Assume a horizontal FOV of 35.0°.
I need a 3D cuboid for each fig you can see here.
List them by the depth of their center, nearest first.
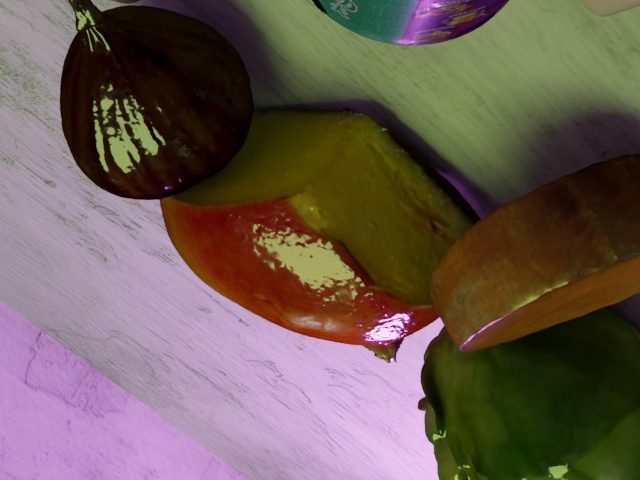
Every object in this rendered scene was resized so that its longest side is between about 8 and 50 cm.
[{"bbox_3d":[-0.209,-0.190,1.066,0.217,0.217,0.321,13,155,30],"label":"fig"}]

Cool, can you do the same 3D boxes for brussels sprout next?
[{"bbox_3d":[0.305,0.220,1.263,0.276,0.371,0.315,2,132,-40],"label":"brussels sprout"}]

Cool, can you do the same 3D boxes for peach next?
[{"bbox_3d":[0.000,0.000,1.221,0.380,0.242,0.306,8,143,37],"label":"peach"}]

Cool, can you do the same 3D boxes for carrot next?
[{"bbox_3d":[0.245,0.028,1.044,0.258,0.100,0.307,-5,157,-29],"label":"carrot"}]

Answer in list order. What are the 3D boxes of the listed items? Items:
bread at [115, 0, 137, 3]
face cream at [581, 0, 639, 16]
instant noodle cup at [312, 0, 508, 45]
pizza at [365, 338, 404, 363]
[{"bbox_3d":[-0.263,-0.361,1.019,0.316,0.054,0.316,23,155,12],"label":"bread"},{"bbox_3d":[0.264,-0.223,0.736,0.084,0.057,0.198,40,152,-22],"label":"face cream"},{"bbox_3d":[0.072,-0.258,0.676,0.251,0.251,0.190,28,164,1],"label":"instant noodle cup"},{"bbox_3d":[0.063,0.079,1.409,0.147,0.069,0.226,36,-165,-4],"label":"pizza"}]
